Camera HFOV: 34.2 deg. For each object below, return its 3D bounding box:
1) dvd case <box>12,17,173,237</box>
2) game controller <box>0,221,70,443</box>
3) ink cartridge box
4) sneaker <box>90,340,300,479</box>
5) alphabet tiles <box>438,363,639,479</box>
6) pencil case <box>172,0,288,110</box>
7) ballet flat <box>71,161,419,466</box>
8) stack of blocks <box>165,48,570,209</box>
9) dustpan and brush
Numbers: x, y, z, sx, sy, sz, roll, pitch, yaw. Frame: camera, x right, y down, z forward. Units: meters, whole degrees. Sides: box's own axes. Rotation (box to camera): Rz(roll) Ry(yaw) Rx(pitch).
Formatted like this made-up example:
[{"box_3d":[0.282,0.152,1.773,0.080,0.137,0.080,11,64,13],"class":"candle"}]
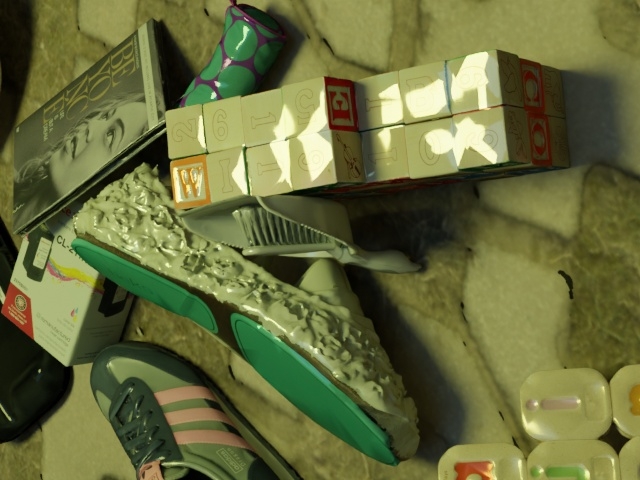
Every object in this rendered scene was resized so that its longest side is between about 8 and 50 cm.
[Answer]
[{"box_3d":[-0.247,-0.120,1.102,0.221,0.018,0.165,-32,46,21],"class":"dvd case"},{"box_3d":[-0.419,0.085,1.279,0.166,0.067,0.319,-37,72,15],"class":"game controller"},{"box_3d":[-0.270,0.030,1.155,0.127,0.072,0.175,31,109,30],"class":"ink cartridge box"},{"box_3d":[-0.149,0.209,1.044,0.319,0.131,0.112,34,111,29],"class":"sneaker"},{"box_3d":[0.229,0.233,0.772,0.277,0.021,0.284,-6,67,13],"class":"alphabet tiles"},{"box_3d":[-0.095,-0.161,1.031,0.070,0.064,0.152,36,113,1],"class":"pencil case"},{"box_3d":[-0.059,0.044,0.973,0.408,0.147,0.147,31,109,20],"class":"ballet flat"},{"box_3d":[0.037,-0.086,0.880,0.297,0.171,0.087,-6,88,34],"class":"stack of blocks"},{"box_3d":[0.000,0.000,0.896,0.147,0.211,0.060,-11,81,58],"class":"dustpan and brush"}]
